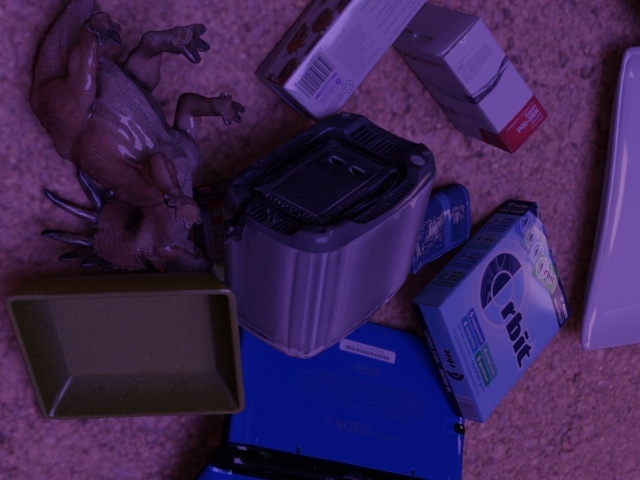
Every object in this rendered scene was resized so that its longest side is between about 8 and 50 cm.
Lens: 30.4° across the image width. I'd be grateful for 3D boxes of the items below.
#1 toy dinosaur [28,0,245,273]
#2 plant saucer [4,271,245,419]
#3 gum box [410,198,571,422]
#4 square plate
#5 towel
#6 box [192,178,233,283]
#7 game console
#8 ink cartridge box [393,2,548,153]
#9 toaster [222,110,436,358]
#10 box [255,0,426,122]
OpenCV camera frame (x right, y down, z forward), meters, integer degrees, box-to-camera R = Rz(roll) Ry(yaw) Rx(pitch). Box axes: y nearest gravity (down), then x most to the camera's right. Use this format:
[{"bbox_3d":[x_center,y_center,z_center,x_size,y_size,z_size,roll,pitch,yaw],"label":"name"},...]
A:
[{"bbox_3d":[-0.178,-0.085,0.985,0.127,0.200,0.295,-35,100,-47],"label":"toy dinosaur"},{"bbox_3d":[-0.164,0.087,1.032,0.188,0.045,0.188,-2,140,-2],"label":"plant saucer"},{"bbox_3d":[0.186,0.073,1.242,0.184,0.041,0.157,-43,124,-33],"label":"gum box"},{"bbox_3d":[0.450,-0.056,1.367,0.344,0.049,0.347,-5,110,-27],"label":"square plate"},{"bbox_3d":[0.114,-0.014,1.187,0.119,0.029,0.067,-24,119,-47],"label":"towel"},{"bbox_3d":[-0.020,-0.016,1.136,0.207,0.036,0.114,-15,114,-23],"label":"box"},{"bbox_3d":[-0.011,0.215,1.233,0.293,0.173,0.250,18,68,-33],"label":"game console"},{"bbox_3d":[0.143,-0.157,1.134,0.056,0.099,0.135,-47,123,-6],"label":"ink cartridge box"},{"bbox_3d":[0.000,0.000,1.019,0.227,0.129,0.146,-38,145,-42],"label":"toaster"},{"bbox_3d":[0.070,-0.252,1.082,0.067,0.063,0.324,39,87,-35],"label":"box"}]
